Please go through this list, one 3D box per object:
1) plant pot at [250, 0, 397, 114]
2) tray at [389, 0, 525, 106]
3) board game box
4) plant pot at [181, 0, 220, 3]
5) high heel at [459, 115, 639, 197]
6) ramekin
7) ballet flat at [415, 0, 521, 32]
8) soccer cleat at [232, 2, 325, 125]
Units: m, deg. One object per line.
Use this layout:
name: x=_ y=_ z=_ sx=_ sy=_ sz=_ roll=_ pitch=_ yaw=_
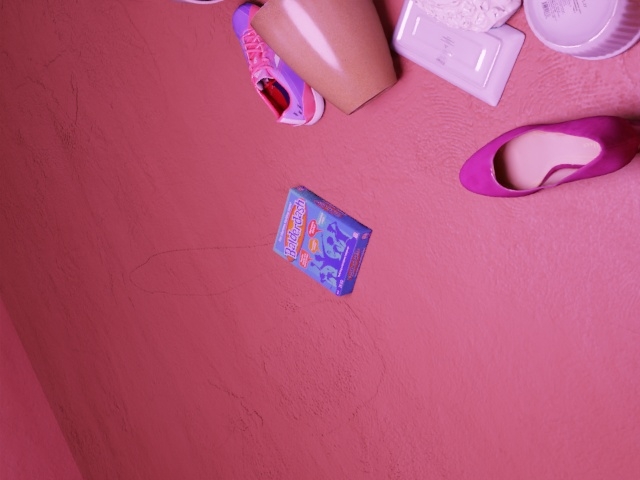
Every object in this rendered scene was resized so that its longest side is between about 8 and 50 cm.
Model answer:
plant pot: x=0.033 y=-0.381 z=1.866 sx=0.237 sy=0.237 sz=0.254 roll=-33 pitch=92 yaw=41
tray: x=0.241 y=-0.370 z=1.792 sx=0.270 sy=0.030 sz=0.145 roll=36 pitch=123 yaw=30
board game box: x=0.000 y=0.000 z=2.083 sx=0.210 sy=0.047 sz=0.160 roll=34 pitch=121 yaw=32
plant pot: x=-0.322 y=-0.632 z=2.113 sx=0.274 sy=0.257 sz=0.256 roll=8 pitch=106 yaw=58
high heel: x=0.360 y=-0.141 z=1.636 sx=0.377 sy=0.181 sz=0.127 roll=-18 pitch=88 yaw=43
ramekin: x=0.430 y=-0.396 z=1.563 sx=0.207 sy=0.109 sz=0.207 roll=12 pitch=108 yaw=39
ballet flat: x=0.172 y=-0.504 z=1.740 sx=0.409 sy=0.147 sz=0.147 roll=41 pitch=124 yaw=29
soccer cleat: x=-0.112 y=-0.378 z=2.045 sx=0.108 sy=0.116 sz=0.318 roll=-43 pitch=72 yaw=39
